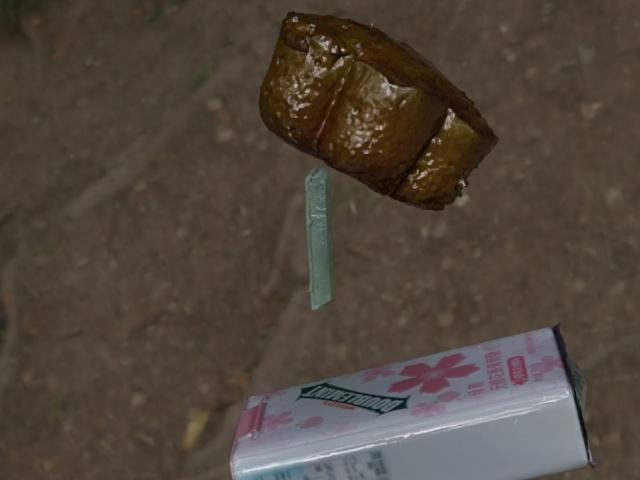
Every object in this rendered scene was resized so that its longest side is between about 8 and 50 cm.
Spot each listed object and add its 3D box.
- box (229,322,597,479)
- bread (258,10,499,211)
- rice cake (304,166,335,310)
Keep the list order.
[{"bbox_3d":[0.099,0.199,1.423,0.369,0.112,0.190,-12,18,8],"label":"box"},{"bbox_3d":[0.053,-0.121,1.260,0.232,0.246,0.135,30,94,27],"label":"bread"},{"bbox_3d":[0.000,0.001,1.528,0.029,0.171,0.033,4,25,12],"label":"rice cake"}]
